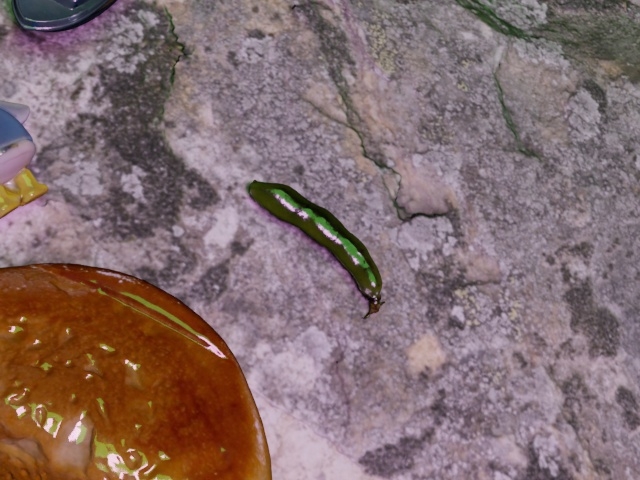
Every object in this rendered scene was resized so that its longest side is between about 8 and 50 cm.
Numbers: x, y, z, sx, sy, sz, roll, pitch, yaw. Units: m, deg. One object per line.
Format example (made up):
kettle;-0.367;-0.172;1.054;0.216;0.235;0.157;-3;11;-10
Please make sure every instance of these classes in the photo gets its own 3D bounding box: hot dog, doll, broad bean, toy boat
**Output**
hot dog;-0.222;0.153;0.803;0.405;0.185;0.223;31;40;-4
doll;-0.401;-0.134;0.935;0.135;0.099;0.241;-43;84;-9
broad bean;0.004;-0.003;1.065;0.227;0.039;0.069;46;64;4
toy boat;-0.288;-0.365;1.075;0.114;0.122;0.296;32;59;-5
